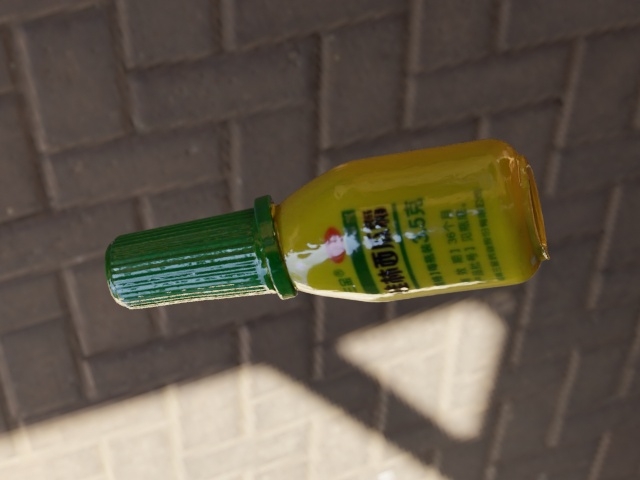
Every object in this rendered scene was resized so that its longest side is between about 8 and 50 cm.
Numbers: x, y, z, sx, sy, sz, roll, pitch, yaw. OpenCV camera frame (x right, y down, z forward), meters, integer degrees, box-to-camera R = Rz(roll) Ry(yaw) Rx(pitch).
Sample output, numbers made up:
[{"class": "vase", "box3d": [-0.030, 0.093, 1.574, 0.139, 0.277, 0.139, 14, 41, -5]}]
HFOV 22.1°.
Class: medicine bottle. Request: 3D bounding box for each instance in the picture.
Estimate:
[{"class": "medicine bottle", "box3d": [0.000, 0.000, 1.134, 0.309, 0.076, 0.111, -9, 120, 15]}]
